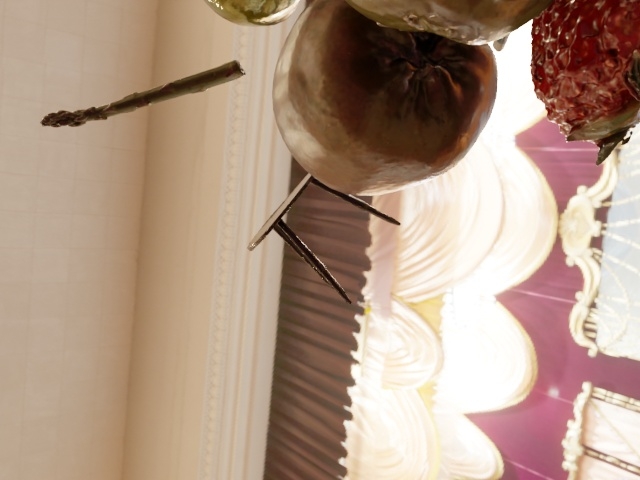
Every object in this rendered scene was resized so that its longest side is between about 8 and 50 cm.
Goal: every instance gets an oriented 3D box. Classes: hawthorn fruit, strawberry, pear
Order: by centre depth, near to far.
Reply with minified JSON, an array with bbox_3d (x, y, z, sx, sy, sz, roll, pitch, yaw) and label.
[{"bbox_3d":[0.253,-0.200,0.514,0.098,0.174,0.228,25,-129,-25],"label":"strawberry"},{"bbox_3d":[0.062,-0.189,0.773,0.268,0.301,0.267,7,-106,-27],"label":"hawthorn fruit"},{"bbox_3d":[-0.127,-0.488,1.035,0.269,0.213,0.212,30,-104,-59],"label":"pear"}]

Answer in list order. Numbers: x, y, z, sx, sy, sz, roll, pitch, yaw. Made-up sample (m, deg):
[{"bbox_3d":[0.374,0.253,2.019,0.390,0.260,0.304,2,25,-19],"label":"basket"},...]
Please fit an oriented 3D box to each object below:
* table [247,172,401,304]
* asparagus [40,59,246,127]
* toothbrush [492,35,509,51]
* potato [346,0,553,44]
[{"bbox_3d":[0.000,0.000,1.416,0.249,0.317,0.317,40,-111,-7],"label":"table"},{"bbox_3d":[-0.208,-0.167,0.691,0.249,0.024,0.025,-14,-85,5],"label":"asparagus"},{"bbox_3d":[0.238,-0.296,0.709,0.025,0.276,0.019,-38,-101,2],"label":"toothbrush"},{"bbox_3d":[0.058,-0.308,0.456,0.350,0.203,0.218,56,-157,4],"label":"potato"}]
